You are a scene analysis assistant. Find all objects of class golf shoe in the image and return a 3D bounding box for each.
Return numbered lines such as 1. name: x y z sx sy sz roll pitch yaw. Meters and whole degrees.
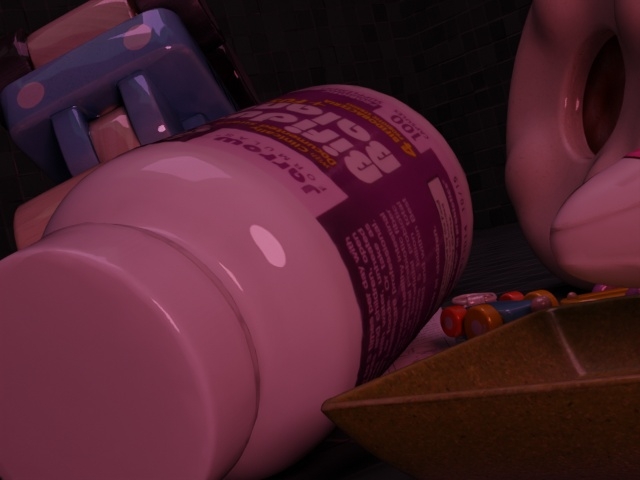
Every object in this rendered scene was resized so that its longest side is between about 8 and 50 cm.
1. golf shoe: 0.177 -0.016 0.422 0.186 0.067 0.086 -13 2 29

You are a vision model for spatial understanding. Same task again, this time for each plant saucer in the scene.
1. plant saucer: 0.129 0.054 0.406 0.188 0.045 0.188 -13 0 40

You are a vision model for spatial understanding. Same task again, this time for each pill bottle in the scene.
1. pill bottle: -0.038 0.021 0.540 0.169 0.169 0.301 -13 11 26

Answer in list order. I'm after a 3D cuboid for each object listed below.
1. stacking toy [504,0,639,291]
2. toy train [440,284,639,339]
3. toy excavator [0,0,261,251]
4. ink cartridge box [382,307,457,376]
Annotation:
1. stacking toy: 0.444 -0.112 0.976 0.480 0.350 0.350 5 -4 -12
2. toy train: 0.158 0.048 0.629 0.166 0.046 0.125 -10 0 18
3. toy excavator: -0.148 -0.052 0.920 0.222 0.445 0.433 -28 -28 3
4. ink cartridge box: 0.001 0.091 0.695 0.181 0.056 0.224 -13 19 -2
